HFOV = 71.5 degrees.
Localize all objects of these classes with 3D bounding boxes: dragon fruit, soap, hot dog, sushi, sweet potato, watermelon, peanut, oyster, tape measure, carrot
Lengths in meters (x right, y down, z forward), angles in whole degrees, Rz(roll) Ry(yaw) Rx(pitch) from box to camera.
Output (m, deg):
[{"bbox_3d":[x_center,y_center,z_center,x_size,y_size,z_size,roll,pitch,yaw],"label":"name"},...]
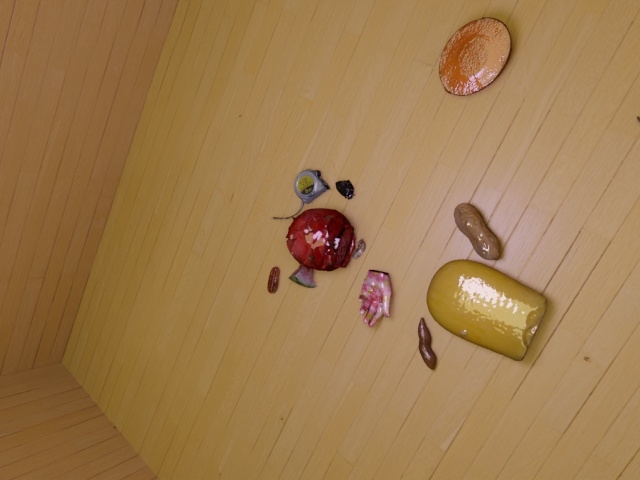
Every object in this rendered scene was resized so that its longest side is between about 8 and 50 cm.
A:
[{"bbox_3d":[0.000,0.000,1.995,0.301,0.295,0.296,-1,89,18],"label":"dragon fruit"},{"bbox_3d":[0.621,0.253,1.721,0.427,0.115,0.306,28,108,28],"label":"soap"},{"bbox_3d":[-0.240,0.201,2.274,0.062,0.038,0.144,15,97,30],"label":"hot dog"},{"bbox_3d":[0.116,-0.234,2.037,0.056,0.083,0.085,-41,69,23],"label":"sushi"},{"bbox_3d":[0.439,0.433,1.864,0.065,0.051,0.219,-18,80,33],"label":"sweet potato"},{"bbox_3d":[-0.095,0.149,2.153,0.097,0.121,0.159,-3,84,52],"label":"watermelon"},{"bbox_3d":[0.608,-0.032,1.731,0.101,0.117,0.263,-44,71,44],"label":"peanut"},{"bbox_3d":[0.165,0.033,2.019,0.083,0.081,0.038,-36,43,-8],"label":"oyster"},{"bbox_3d":[-0.114,-0.218,2.171,0.330,0.084,0.164,-32,72,25],"label":"tape measure"},{"bbox_3d":[0.604,-0.716,1.753,0.258,0.100,0.307,48,120,20],"label":"carrot"}]

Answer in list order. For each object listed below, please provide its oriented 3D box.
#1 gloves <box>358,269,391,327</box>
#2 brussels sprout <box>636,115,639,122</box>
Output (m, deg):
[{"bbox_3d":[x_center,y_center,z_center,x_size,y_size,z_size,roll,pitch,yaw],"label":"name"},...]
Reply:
[{"bbox_3d":[0.240,0.255,1.946,0.145,0.126,0.242,10,92,6],"label":"gloves"},{"bbox_3d":[1.101,-0.421,1.472,0.085,0.058,0.085,-37,46,51],"label":"brussels sprout"}]
